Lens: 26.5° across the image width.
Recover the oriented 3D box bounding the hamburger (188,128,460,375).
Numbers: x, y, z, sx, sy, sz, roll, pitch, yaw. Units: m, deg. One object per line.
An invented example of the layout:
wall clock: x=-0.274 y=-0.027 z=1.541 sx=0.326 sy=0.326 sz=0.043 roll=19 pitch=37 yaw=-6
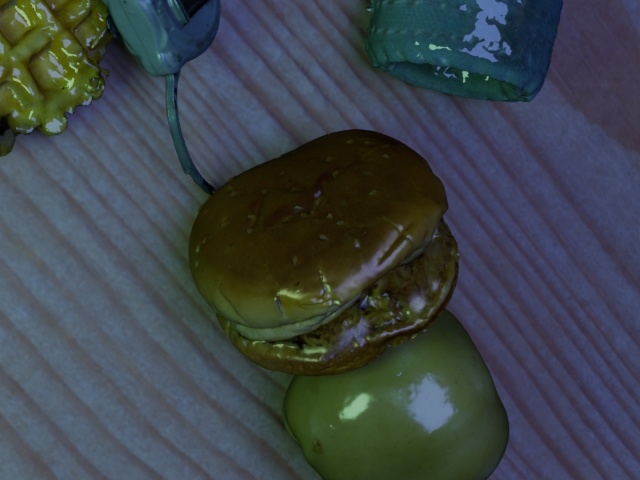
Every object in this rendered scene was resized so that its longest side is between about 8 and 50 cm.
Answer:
hamburger: x=0.000 y=0.000 z=1.507 sx=0.290 sy=0.314 sz=0.170 roll=-31 pitch=124 yaw=-11

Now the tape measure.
tape measure: x=-0.139 y=-0.197 z=1.513 sx=0.164 sy=0.084 sz=0.330 roll=-56 pitch=132 yaw=-37

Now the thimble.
thimble: x=0.168 y=-0.257 z=1.646 sx=0.235 sy=0.198 sz=0.143 roll=14 pitch=86 yaw=2

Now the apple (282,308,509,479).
apple: x=0.091 y=0.200 z=1.574 sx=0.262 sy=0.262 sz=0.262 roll=0 pitch=91 yaw=-28

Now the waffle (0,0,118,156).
waffle: x=-0.377 y=-0.285 z=1.417 sx=0.380 sy=0.095 sz=0.382 roll=12 pitch=82 yaw=-28
